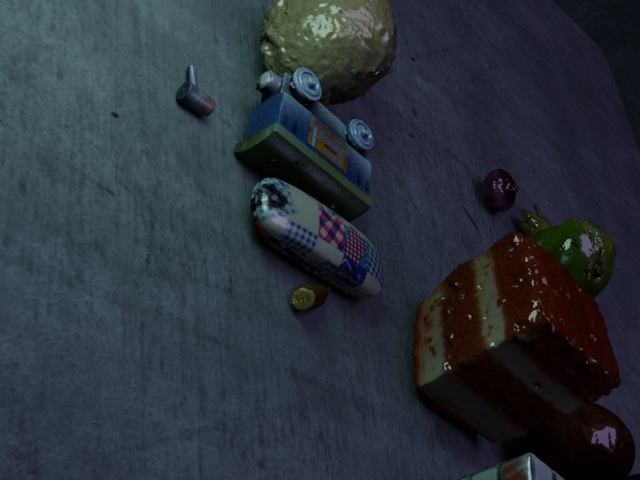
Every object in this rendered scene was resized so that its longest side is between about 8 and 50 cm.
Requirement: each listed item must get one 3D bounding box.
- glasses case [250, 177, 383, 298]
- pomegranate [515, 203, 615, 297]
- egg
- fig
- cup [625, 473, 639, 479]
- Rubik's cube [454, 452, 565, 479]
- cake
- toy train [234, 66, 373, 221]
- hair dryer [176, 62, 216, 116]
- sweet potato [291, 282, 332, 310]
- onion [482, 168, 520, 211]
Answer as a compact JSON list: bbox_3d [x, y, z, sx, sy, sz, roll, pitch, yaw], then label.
[{"bbox_3d":[0.000,0.000,1.691,0.327,0.076,0.125,33,43,-35],"label":"glasses case"},{"bbox_3d":[0.623,0.029,2.450,0.236,0.236,0.302,26,12,-42],"label":"pomegranate"},{"bbox_3d":[0.020,-0.401,1.875,0.310,0.279,0.279,-36,95,-44],"label":"egg"},{"bbox_3d":[0.530,0.423,1.947,0.235,0.235,0.214,47,35,-21],"label":"fig"},{"bbox_3d":[0.676,0.616,1.991,0.289,0.257,0.219,26,51,-43],"label":"cup"},{"bbox_3d":[0.319,0.543,1.536,0.256,0.259,0.253,41,38,-28],"label":"Rubik's cube"},{"bbox_3d":[0.360,0.193,1.819,0.269,0.319,0.270,38,33,-28],"label":"cake"},{"bbox_3d":[-0.014,-0.178,1.751,0.299,0.131,0.202,36,46,-33],"label":"toy train"},{"bbox_3d":[-0.219,-0.272,1.645,0.063,0.037,0.114,33,34,-39],"label":"hair dryer"},{"bbox_3d":[-0.008,0.092,1.636,0.117,0.049,0.049,-18,80,-62],"label":"sweet potato"},{"bbox_3d":[0.470,-0.131,2.432,0.115,0.104,0.115,9,77,-45],"label":"onion"}]
